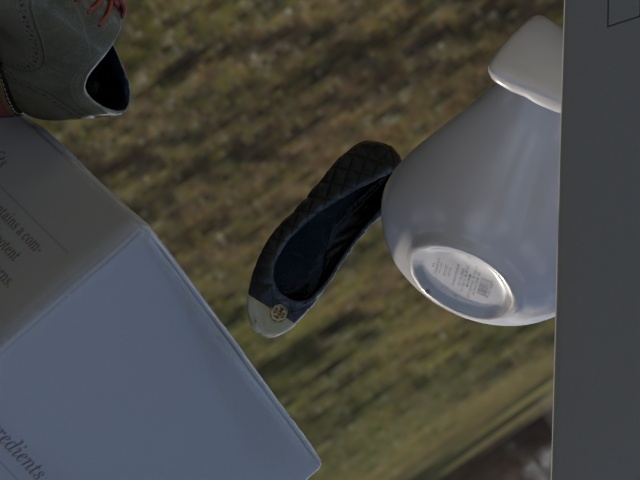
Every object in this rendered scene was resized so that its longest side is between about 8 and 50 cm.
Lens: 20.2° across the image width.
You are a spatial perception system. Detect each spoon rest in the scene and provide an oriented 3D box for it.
[{"bbox_3d":[0.109,-0.036,1.022,0.084,0.137,0.276,-60,173,-29],"label":"spoon rest"}]

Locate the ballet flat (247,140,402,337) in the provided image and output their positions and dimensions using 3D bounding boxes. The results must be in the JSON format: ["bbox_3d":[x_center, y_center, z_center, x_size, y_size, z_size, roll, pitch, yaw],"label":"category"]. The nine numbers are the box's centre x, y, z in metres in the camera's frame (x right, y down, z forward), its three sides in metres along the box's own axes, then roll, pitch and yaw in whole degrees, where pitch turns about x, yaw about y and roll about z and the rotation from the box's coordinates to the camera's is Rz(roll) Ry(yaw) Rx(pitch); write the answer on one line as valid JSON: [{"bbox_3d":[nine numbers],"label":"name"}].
[{"bbox_3d":[0.000,0.000,1.321,0.173,0.057,0.049,-56,-155,11],"label":"ballet flat"}]

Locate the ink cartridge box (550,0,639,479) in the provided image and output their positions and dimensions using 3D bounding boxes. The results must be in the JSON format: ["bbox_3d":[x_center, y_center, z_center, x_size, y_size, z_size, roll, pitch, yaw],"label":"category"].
[{"bbox_3d":[0.217,0.013,0.715,0.130,0.310,0.272,-15,150,37],"label":"ink cartridge box"}]

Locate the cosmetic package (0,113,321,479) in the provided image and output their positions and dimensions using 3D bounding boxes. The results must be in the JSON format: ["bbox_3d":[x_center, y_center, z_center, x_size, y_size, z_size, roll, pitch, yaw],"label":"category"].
[{"bbox_3d":[-0.285,0.145,1.476,0.393,0.329,0.327,-41,131,-9],"label":"cosmetic package"}]

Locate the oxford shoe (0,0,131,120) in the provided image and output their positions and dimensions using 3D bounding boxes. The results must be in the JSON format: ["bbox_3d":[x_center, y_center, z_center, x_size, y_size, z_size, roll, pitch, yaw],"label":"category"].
[{"bbox_3d":[-0.203,-0.201,1.300,0.348,0.130,0.123,87,13,-66],"label":"oxford shoe"}]
